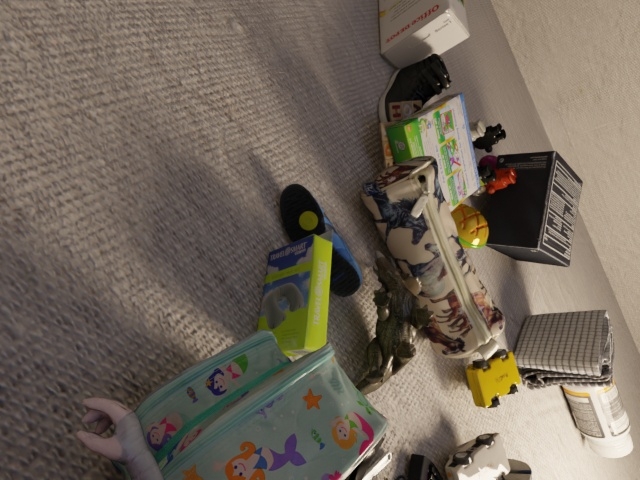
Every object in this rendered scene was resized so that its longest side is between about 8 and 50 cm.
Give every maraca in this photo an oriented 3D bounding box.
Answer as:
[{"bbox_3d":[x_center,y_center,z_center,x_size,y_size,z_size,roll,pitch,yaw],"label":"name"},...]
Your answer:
[{"bbox_3d":[0.354,-0.050,1.070,0.185,0.099,0.127,35,43,0],"label":"maraca"}]

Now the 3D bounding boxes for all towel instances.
[{"bbox_3d":[0.733,0.326,1.230,0.283,0.235,0.121,-37,109,-47],"label":"towel"}]

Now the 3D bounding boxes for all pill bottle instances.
[{"bbox_3d":[0.958,0.585,1.428,0.162,0.162,0.278,-27,96,-49],"label":"pill bottle"}]

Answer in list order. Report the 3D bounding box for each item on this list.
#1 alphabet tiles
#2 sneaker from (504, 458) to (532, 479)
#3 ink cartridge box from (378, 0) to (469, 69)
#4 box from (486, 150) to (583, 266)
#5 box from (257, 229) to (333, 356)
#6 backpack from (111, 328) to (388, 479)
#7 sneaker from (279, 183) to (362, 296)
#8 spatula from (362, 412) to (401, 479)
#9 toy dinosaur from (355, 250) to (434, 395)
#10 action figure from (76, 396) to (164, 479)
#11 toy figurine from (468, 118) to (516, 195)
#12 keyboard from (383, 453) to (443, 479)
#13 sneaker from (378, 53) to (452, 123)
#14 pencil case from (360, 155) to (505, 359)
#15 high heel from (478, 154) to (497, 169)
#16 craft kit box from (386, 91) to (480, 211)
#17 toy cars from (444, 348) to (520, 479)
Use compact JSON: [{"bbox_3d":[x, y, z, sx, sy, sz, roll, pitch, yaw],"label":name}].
[{"bbox_3d":[0.210,-0.200,0.959,0.198,0.009,0.237,-20,107,-39],"label":"alphabet tiles"},{"bbox_3d":[0.385,0.614,0.823,0.315,0.127,0.182,-20,88,-50],"label":"sneaker"},{"bbox_3d":[0.269,-0.625,1.109,0.117,0.201,0.278,21,61,-41],"label":"ink cartridge box"},{"bbox_3d":[0.676,-0.091,1.312,0.296,0.182,0.294,17,82,-43],"label":"box"},{"bbox_3d":[-0.036,0.071,0.588,0.042,0.109,0.178,26,58,-37],"label":"box"},{"bbox_3d":[-0.068,0.203,0.399,0.225,0.253,0.191,-18,69,-48],"label":"backpack"},{"bbox_3d":[0.000,0.000,0.700,0.209,0.069,0.082,57,9,-2],"label":"sneaker"},{"bbox_3d":[0.054,0.379,0.632,0.242,0.019,0.168,-12,86,-48],"label":"spatula"},{"bbox_3d":[0.126,0.169,0.713,0.160,0.121,0.314,47,51,-72],"label":"toy dinosaur"},{"bbox_3d":[-0.169,0.245,0.179,0.248,0.370,0.276,-13,84,-50],"label":"action figure"},{"bbox_3d":[0.451,-0.236,1.213,0.209,0.148,0.213,-8,84,-42],"label":"toy figurine"},{"bbox_3d":[0.140,0.511,0.661,0.201,0.033,0.317,49,45,-29],"label":"keyboard"},{"bbox_3d":[0.240,-0.360,1.021,0.104,0.147,0.296,43,50,-31],"label":"sneaker"},{"bbox_3d":[0.230,0.037,0.838,0.410,0.160,0.183,63,1,-9],"label":"pencil case"},{"bbox_3d":[0.605,-0.187,1.401,0.244,0.082,0.117,40,39,-46],"label":"high heel"},{"bbox_3d":[0.279,-0.189,0.978,0.246,0.061,0.250,-36,116,-36],"label":"craft kit box"},{"bbox_3d":[0.343,0.391,0.900,0.176,0.087,0.394,46,50,-18],"label":"toy cars"}]
